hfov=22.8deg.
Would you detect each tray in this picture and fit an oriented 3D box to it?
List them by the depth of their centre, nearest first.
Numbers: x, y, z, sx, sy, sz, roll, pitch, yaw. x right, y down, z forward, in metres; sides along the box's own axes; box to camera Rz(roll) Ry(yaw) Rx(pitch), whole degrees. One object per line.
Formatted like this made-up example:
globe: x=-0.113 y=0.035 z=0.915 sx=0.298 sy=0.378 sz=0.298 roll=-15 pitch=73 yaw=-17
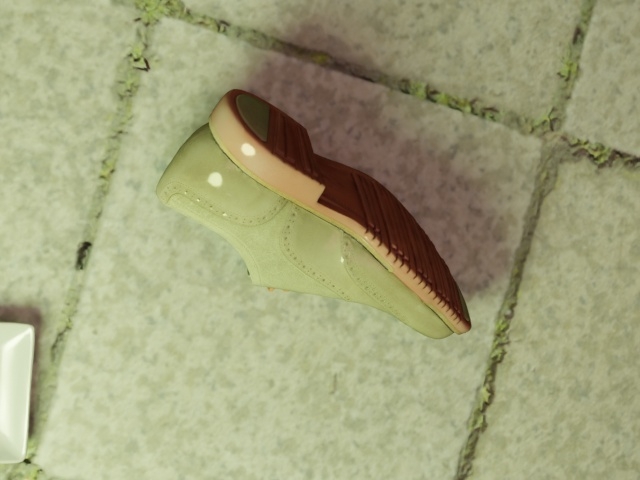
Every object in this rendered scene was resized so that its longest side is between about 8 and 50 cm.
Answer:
tray: x=-0.418 y=0.147 z=1.553 sx=0.270 sy=0.030 sz=0.145 roll=3 pitch=95 yaw=-23

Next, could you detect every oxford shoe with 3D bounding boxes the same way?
oxford shoe: x=0.000 y=0.000 z=1.682 sx=0.146 sy=0.140 sz=0.397 roll=-41 pitch=119 yaw=19
